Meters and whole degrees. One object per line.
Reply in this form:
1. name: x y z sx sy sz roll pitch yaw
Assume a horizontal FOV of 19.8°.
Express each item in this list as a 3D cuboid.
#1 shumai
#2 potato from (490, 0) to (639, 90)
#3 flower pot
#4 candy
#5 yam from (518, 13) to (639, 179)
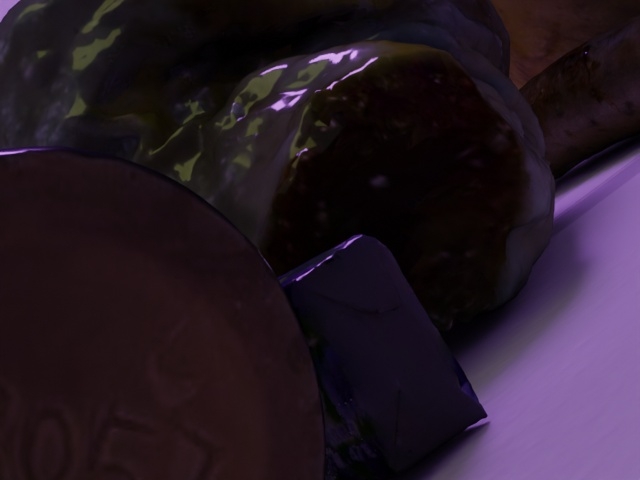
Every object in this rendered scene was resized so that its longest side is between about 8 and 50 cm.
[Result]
1. shumai: 0.000 0.000 0.927 0.309 0.304 0.263 -23 35 -12
2. potato: 0.188 -0.193 1.202 0.229 0.229 0.266 -36 4 -10
3. flower pot: -0.149 0.079 0.654 0.266 0.266 0.267 -38 15 -32
4. candy: -0.046 0.081 0.802 0.061 0.088 0.312 -36 4 -32
5. yam: 0.197 -0.104 1.050 0.071 0.067 0.317 -2 -20 -41
